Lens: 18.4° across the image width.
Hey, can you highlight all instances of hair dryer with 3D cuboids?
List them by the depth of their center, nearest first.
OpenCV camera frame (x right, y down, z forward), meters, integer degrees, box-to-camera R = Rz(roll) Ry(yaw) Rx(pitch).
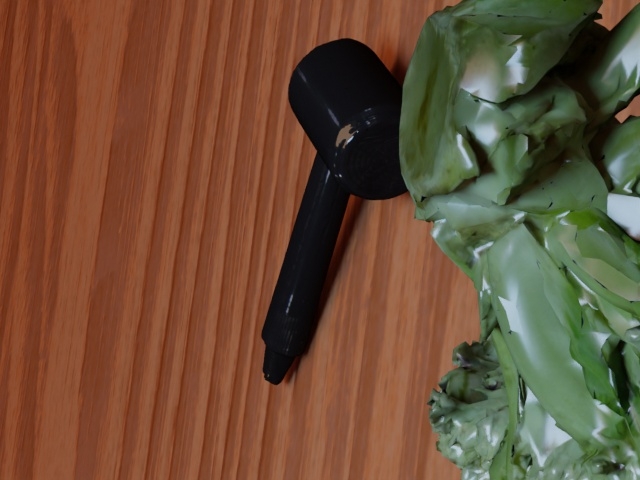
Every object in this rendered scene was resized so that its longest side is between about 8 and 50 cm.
[{"bbox_3d":[-0.001,-0.001,1.314,0.114,0.071,0.248,-122,45,-56],"label":"hair dryer"}]

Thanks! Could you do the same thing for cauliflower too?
[{"bbox_3d":[0.140,-0.006,0.781,0.275,0.250,0.272,-57,5,-2],"label":"cauliflower"}]
